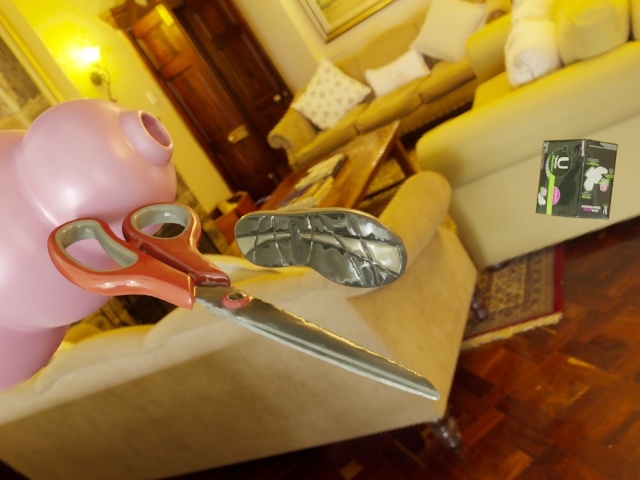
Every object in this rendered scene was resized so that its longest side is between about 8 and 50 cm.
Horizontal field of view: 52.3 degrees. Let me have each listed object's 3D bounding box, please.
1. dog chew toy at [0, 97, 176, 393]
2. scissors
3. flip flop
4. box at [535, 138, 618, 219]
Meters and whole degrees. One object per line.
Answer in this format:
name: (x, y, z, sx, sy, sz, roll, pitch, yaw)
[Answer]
dog chew toy: (-0.264, 0.000, 0.568, 0.332, 0.206, 0.206, -35, 16, 16)
scissors: (-0.071, 0.039, 0.396, 0.109, 0.021, 0.297, -20, 35, -34)
flip flop: (0.000, 0.000, 0.950, 0.277, 0.112, 0.080, 4, 18, 32)
box: (0.279, -0.066, 0.714, 0.052, 0.083, 0.062, 3, 4, -28)
